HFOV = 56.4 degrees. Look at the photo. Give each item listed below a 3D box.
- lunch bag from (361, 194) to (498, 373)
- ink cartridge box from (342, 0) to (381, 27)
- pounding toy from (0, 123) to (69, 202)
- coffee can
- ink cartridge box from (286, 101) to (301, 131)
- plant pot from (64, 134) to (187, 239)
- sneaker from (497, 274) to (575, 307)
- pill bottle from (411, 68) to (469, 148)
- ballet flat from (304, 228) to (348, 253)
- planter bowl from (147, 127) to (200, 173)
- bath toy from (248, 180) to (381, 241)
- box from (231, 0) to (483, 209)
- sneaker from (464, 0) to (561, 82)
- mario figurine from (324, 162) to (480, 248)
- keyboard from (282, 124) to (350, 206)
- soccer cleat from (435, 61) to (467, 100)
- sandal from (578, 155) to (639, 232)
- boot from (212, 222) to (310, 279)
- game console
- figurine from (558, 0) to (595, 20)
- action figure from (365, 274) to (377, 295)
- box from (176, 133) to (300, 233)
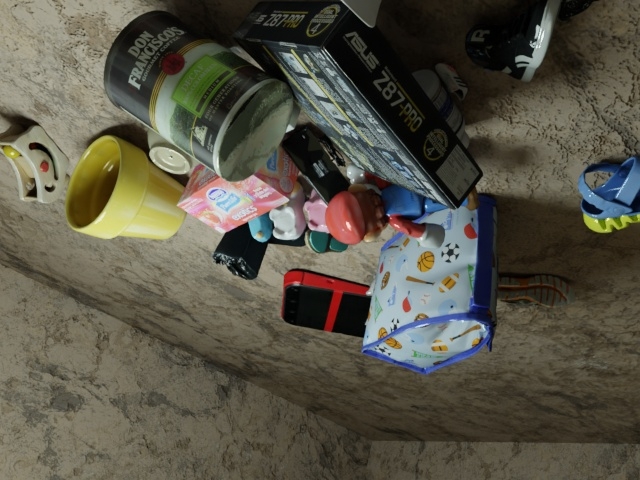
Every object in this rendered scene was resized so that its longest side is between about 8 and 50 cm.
[{"bbox_3d":[0.293,0.111,1.425,0.239,0.327,0.385,19,149,-13],"label":"lunch bag"},{"bbox_3d":[0.005,-0.456,0.711,0.353,0.207,0.119,34,146,-32],"label":"ink cartridge box"},{"bbox_3d":[-0.799,-0.193,1.623,0.155,0.154,0.269,6,149,17],"label":"pounding toy"},{"bbox_3d":[-0.217,-0.259,1.076,0.275,0.201,0.201,34,155,16],"label":"coffee can"},{"bbox_3d":[-0.121,-0.258,1.223,0.180,0.104,0.060,-13,141,42],"label":"ink cartridge box"},{"bbox_3d":[-0.485,-0.110,1.541,0.254,0.253,0.239,-9,157,38],"label":"plant pot"},{"bbox_3d":[0.570,0.139,1.603,0.215,0.084,0.083,6,163,24],"label":"sneaker"},{"bbox_3d":[0.212,-0.229,1.116,0.094,0.094,0.169,-9,142,37],"label":"pill bottle"},{"bbox_3d":[0.000,0.000,1.589,0.067,0.073,0.206,12,177,32],"label":"ballet flat"},{"bbox_3d":[-0.331,-0.224,1.383,0.162,0.109,0.162,13,151,7],"label":"planter bowl"},{"bbox_3d":[-0.001,-0.080,1.452,0.348,0.151,0.129,-5,180,24],"label":"bath toy"},{"bbox_3d":[0.064,-0.234,1.031,0.395,0.097,0.318,41,174,-36],"label":"box"},{"bbox_3d":[0.280,-0.304,0.902,0.121,0.079,0.217,18,176,11],"label":"sneaker"},{"bbox_3d":[0.165,-0.082,1.273,0.321,0.198,0.170,-18,132,12],"label":"mario figurine"},{"bbox_3d":[0.007,-0.170,1.330,0.100,0.038,0.192,-33,109,15],"label":"keyboard"},{"bbox_3d":[0.234,-0.285,1.067,0.083,0.035,0.029,36,146,-31],"label":"soccer cleat"},{"bbox_3d":[0.615,-0.107,1.105,0.138,0.126,0.317,37,143,-26],"label":"sandal"},{"bbox_3d":[-0.154,0.020,1.614,0.247,0.207,0.094,26,149,-19],"label":"boot"},{"bbox_3d":[0.035,0.224,2.043,0.342,0.060,0.386,10,152,0],"label":"game console"},{"bbox_3d":[0.373,-0.393,0.777,0.215,0.092,0.209,-13,148,41],"label":"figurine"},{"bbox_3d":[0.298,0.176,1.757,0.330,0.178,0.341,18,-176,0],"label":"action figure"},{"bbox_3d":[-0.189,-0.146,1.403,0.142,0.154,0.300,34,148,-27],"label":"box"}]
